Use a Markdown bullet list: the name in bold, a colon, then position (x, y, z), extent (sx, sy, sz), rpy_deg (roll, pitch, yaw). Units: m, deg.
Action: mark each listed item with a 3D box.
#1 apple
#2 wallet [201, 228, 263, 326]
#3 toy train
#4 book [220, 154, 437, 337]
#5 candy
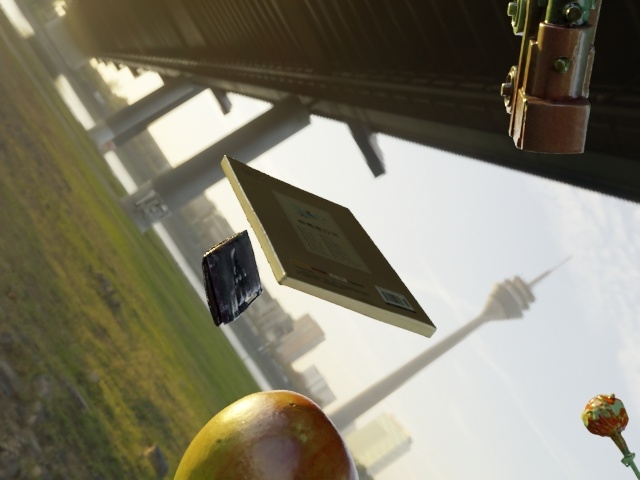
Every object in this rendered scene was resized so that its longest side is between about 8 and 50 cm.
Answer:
- **apple**: position (-0.060, 0.261, 0.793), extent (0.196, 0.196, 0.196), rpy_deg (55, -9, 13)
- **wallet**: position (-0.135, 0.053, 1.168), extent (0.166, 0.030, 0.111), rpy_deg (-42, 121, -70)
- **toy train**: position (0.379, -0.294, 1.239), extent (0.221, 0.150, 0.304), rpy_deg (-73, 166, -65)
- **book**: position (0.000, 0.000, 0.964), extent (0.217, 0.021, 0.310), rpy_deg (21, 20, -29)
- **candy**: position (0.373, 0.266, 0.921), extent (0.049, 0.056, 0.184), rpy_deg (38, 24, -42)
